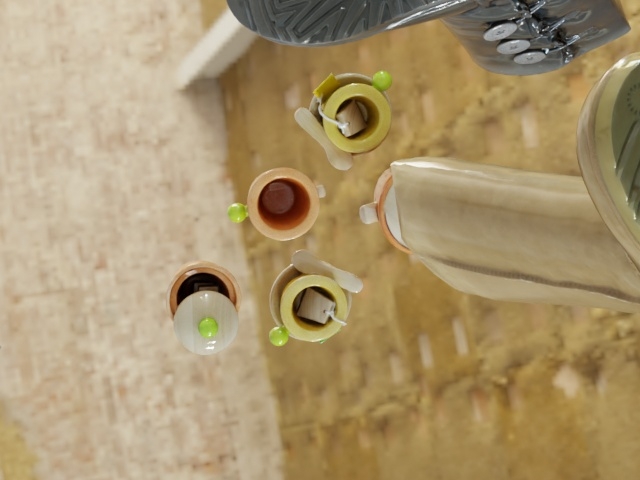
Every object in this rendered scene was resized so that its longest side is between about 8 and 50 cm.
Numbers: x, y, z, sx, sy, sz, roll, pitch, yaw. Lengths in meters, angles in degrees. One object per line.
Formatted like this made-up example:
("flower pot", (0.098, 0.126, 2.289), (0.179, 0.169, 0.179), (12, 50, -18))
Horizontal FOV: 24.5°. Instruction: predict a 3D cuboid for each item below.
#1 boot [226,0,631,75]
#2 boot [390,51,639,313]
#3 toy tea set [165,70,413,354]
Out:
("boot", (0.140, -0.280, 1.712), (0.445, 0.367, 0.146), (1, 84, -69))
("boot", (0.129, -0.018, 0.814), (0.269, 0.089, 0.236), (13, -26, 52))
("toy tea set", (0.000, 0.000, 1.457), (0.200, 0.336, 0.124), (42, 1, -14))
